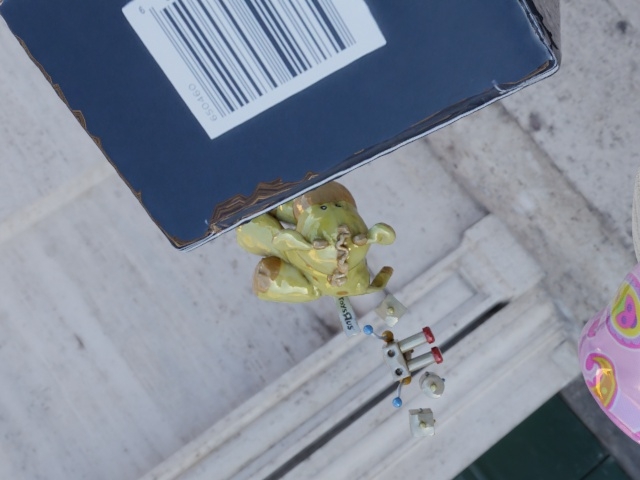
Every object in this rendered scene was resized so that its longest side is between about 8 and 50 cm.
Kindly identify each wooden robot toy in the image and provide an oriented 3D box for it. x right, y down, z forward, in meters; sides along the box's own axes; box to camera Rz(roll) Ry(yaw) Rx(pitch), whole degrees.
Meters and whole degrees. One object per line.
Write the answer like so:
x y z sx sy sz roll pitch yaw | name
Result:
0.107 0.145 1.013 0.079 0.076 0.173 30 -142 -89 | wooden robot toy

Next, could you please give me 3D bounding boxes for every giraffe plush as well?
0.000 0.000 0.996 0.210 0.181 0.170 53 165 15 | giraffe plush

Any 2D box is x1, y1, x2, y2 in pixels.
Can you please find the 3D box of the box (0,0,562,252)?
0.007 -0.217 0.653 0.212 0.293 0.395 55 -151 -19 | box

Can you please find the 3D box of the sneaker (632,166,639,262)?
0.524 0.039 1.128 0.131 0.148 0.350 65 -162 -58 | sneaker

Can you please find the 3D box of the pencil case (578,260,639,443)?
0.248 -0.006 0.426 0.124 0.124 0.284 47 133 27 | pencil case
